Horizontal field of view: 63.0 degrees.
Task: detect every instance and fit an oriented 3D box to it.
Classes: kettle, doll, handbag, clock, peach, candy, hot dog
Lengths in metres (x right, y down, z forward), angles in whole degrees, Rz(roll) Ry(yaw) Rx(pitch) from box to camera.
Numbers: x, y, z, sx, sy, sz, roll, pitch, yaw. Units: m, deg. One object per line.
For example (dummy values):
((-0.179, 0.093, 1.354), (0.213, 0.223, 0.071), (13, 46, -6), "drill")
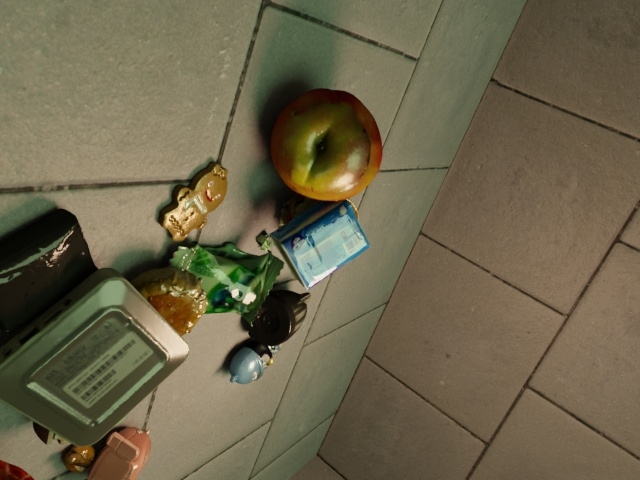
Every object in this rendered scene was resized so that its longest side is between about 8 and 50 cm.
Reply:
((-0.154, 0.308, 2.114), (0.271, 0.207, 0.250), (-20, 129, -64), "kettle")
((-0.267, 0.490, 2.176), (0.314, 0.141, 0.177), (-37, 152, -44), "doll")
((-0.617, 0.074, 1.148), (0.247, 0.080, 0.223), (-40, 150, -33), "handbag")
((-0.649, 0.741, 1.733), (0.227, 0.142, 0.241), (-58, 173, -7), "clock")
((0.018, -0.291, 1.606), (0.370, 0.370, 0.370), (-42, 150, -31), "peach")
((-0.332, 0.136, 1.647), (0.398, 0.172, 0.263), (8, 108, -49), "candy")
((-0.744, 0.670, 1.614), (0.090, 0.060, 0.140), (-47, 151, -29), "hot dog")

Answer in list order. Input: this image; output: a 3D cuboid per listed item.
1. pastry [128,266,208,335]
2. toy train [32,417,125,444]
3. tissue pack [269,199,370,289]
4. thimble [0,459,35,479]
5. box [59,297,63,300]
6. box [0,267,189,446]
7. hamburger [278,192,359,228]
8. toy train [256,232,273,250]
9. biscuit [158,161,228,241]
((-0.452, 0.179, 1.473), (0.257, 0.121, 0.235), (-6, 126, -24), "pastry")
((-0.631, 0.400, 1.421), (0.221, 0.150, 0.304), (3, 113, -51), "toy train")
((0.000, 0.000, 1.711), (0.263, 0.146, 0.198), (-33, 117, -11), "tissue pack")
((-0.820, 0.690, 1.188), (0.350, 0.350, 0.230), (-3, 122, -60), "thimble")
((-0.609, 0.171, 1.293), (0.045, 0.062, 0.098), (-30, 146, -37), "box")
((-0.548, 0.295, 1.279), (0.367, 0.090, 0.373), (-44, 136, -17), "box")
((-0.015, -0.072, 1.892), (0.274, 0.212, 0.274), (-10, 113, -26), "hamburger")
((-0.199, 0.008, 1.880), (0.053, 0.033, 0.083), (-40, 150, -23), "toy train")
((-0.347, -0.109, 1.481), (0.249, 0.035, 0.184), (-49, 153, -20), "biscuit")
